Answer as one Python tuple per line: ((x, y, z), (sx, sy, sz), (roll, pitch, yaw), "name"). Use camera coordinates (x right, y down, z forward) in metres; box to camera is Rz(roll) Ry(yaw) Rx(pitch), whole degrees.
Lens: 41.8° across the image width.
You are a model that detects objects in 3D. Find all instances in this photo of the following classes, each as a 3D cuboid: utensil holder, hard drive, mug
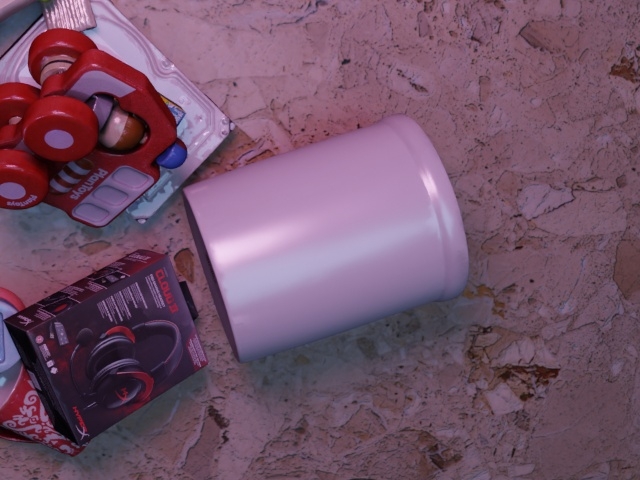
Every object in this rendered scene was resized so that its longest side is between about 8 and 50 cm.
((0.000, 0.000, 1.386), (0.385, 0.327, 0.328), (-18, 111, -12), "utensil holder")
((-0.335, -0.219, 1.348), (0.237, 0.064, 0.339), (-46, 115, -1), "hard drive")
((-0.485, 0.295, 1.446), (0.169, 0.150, 0.113), (38, 55, -29), "mug")

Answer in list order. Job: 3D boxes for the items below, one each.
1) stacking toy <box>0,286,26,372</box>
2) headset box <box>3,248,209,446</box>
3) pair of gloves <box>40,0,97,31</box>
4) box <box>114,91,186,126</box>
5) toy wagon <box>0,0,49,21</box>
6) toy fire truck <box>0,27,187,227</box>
((-0.636, 0.133, 1.315), (0.279, 0.130, 0.309), (-41, 114, -4), "stacking toy")
((-0.335, 0.162, 1.393), (0.293, 0.110, 0.218), (-30, 114, -33), "headset box")
((-0.460, -0.396, 1.223), (0.240, 0.042, 0.204), (-6, 95, -6), "pair of gloves")
((-0.295, -0.225, 1.291), (0.169, 0.059, 0.054), (32, 96, -24), "box")
((-0.496, -0.408, 1.168), (0.267, 0.068, 0.344), (15, 90, 1), "toy wagon")
((-0.338, -0.144, 1.219), (0.302, 0.169, 0.254), (-35, 139, 31), "toy fire truck")
